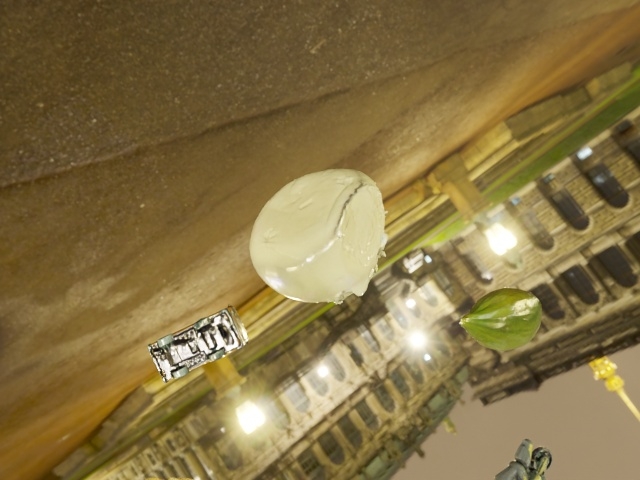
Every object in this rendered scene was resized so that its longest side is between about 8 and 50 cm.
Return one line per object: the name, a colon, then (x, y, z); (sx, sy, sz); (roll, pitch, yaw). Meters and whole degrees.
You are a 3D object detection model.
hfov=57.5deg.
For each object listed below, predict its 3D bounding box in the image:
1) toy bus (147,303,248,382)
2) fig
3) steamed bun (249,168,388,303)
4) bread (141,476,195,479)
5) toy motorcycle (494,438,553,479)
toy bus: (-0.260, 0.224, 1.284); (0.200, 0.098, 0.114); (-26, 179, 9)
fig: (0.456, 0.210, 1.475); (0.233, 0.167, 0.167); (-32, 172, -37)
steamed bun: (0.000, 0.000, 1.408); (0.311, 0.233, 0.334); (5, -131, 43)
bread: (-0.369, 0.686, 1.278); (0.172, 0.312, 0.121); (11, 150, -22)
toy motorcycle: (0.400, 0.500, 1.184); (0.194, 0.124, 0.061); (-67, -159, -4)
